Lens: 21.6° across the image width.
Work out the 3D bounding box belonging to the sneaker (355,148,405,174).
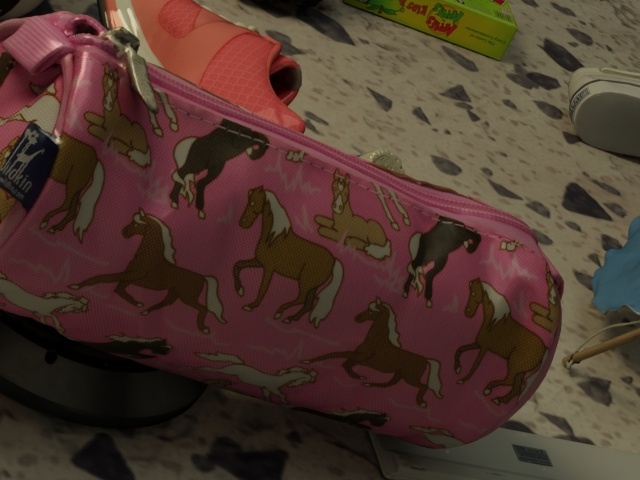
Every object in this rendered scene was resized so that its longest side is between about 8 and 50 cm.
[{"bbox_3d":[0.001,0.001,1.240,0.058,0.085,0.152,41,57,-26],"label":"sneaker"}]

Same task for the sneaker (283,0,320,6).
[{"bbox_3d":[-0.035,-0.307,1.675,0.130,0.087,0.227,16,34,-23],"label":"sneaker"}]

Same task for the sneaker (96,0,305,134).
[{"bbox_3d":[-0.085,-0.117,1.236,0.136,0.116,0.314,-10,36,-7],"label":"sneaker"}]

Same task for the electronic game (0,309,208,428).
[{"bbox_3d":[-0.166,0.029,1.052,0.229,0.048,0.229,27,30,-17],"label":"electronic game"}]

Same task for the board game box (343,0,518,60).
[{"bbox_3d":[0.111,-0.255,1.751,0.181,0.043,0.092,19,29,-16],"label":"board game box"}]

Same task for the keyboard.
[{"bbox_3d":[0.148,0.156,1.149,0.256,0.014,0.072,13,26,-24],"label":"keyboard"}]

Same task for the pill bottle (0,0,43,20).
[{"bbox_3d":[-0.312,-0.263,1.269,0.323,0.181,0.181,-1,39,-40],"label":"pill bottle"}]

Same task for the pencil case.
[{"bbox_3d":[-0.037,0.005,0.990,0.386,0.167,0.160,23,64,-32],"label":"pencil case"}]

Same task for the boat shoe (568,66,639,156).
[{"bbox_3d":[0.371,-0.121,1.697,0.258,0.095,0.084,20,34,-15],"label":"boat shoe"}]

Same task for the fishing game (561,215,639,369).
[{"bbox_3d":[0.295,-0.001,1.316,0.041,0.189,0.264,48,43,-13],"label":"fishing game"}]
